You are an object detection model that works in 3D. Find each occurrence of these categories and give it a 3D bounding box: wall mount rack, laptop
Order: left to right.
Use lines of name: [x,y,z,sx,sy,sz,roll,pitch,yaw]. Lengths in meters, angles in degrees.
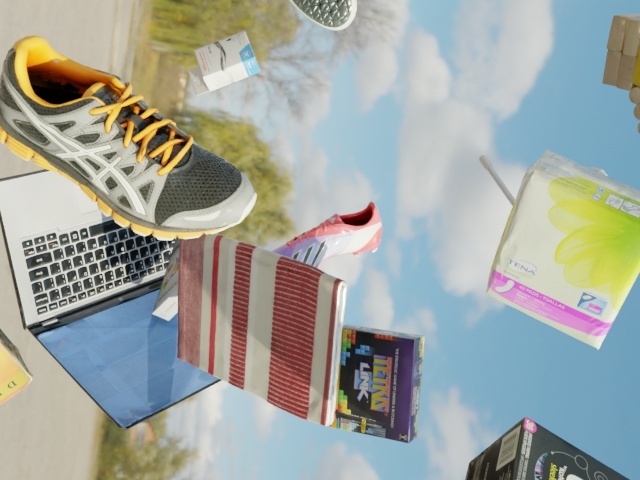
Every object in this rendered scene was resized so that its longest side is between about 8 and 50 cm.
laptop: [-0.310,0.054,1.488,0.236,0.382,0.408,2,-75,39]
wall mount rack: [0.489,-0.077,1.703,0.304,0.350,0.130,10,-97,49]

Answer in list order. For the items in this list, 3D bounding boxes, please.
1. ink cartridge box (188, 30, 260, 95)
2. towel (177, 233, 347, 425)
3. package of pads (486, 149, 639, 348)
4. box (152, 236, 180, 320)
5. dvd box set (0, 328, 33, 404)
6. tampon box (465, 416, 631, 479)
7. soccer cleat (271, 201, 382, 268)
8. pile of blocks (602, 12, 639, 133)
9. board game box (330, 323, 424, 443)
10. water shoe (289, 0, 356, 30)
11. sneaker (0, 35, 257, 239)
ink cartridge box: [-0.120,-0.212,1.007,0.028,0.083,0.048,67,1,-59]
towel: [-0.098,0.121,1.280,0.329,0.037,0.237,18,-68,36]
package of pads: [0.418,0.015,1.407,0.101,0.229,0.296,-46,155,-42]
box: [-0.241,0.037,1.537,0.145,0.038,0.186,-40,-148,46]
dvd box set: [-0.419,0.040,0.521,0.062,0.307,0.420,43,-18,44]
tampon box: [0.220,0.269,0.779,0.101,0.161,0.120,-56,-175,44]
soccer cleat: [0.000,0.000,1.526,0.083,0.248,0.095,-133,-147,-51]
pile of blocks: [0.466,-0.118,0.991,0.149,0.112,0.362,-30,-102,53]
board game box: [0.091,0.231,1.369,0.048,0.141,0.170,-6,100,-62]
water shoe: [-0.032,-0.343,1.032,0.073,0.203,0.080,-45,-173,18]
sneaker: [-0.145,-0.073,0.608,0.083,0.215,0.084,111,5,-47]
